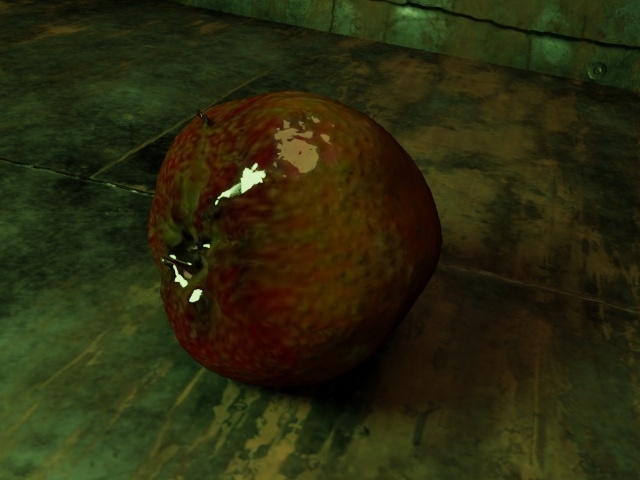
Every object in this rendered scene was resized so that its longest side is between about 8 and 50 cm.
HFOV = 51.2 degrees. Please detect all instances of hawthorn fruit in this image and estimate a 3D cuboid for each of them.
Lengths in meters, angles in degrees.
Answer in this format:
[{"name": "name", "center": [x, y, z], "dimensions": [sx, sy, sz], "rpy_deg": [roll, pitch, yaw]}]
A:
[{"name": "hawthorn fruit", "center": [0.000, 0.000, 0.689], "dimensions": [0.285, 0.284, 0.369], "rpy_deg": [29, 14, 33]}]
